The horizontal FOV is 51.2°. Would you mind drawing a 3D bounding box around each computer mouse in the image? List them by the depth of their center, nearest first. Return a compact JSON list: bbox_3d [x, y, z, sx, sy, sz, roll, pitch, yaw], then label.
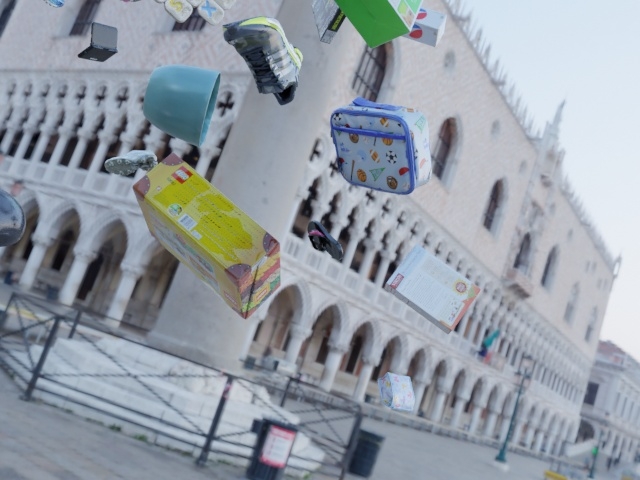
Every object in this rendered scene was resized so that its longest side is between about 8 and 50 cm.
[{"bbox_3d":[-0.637,-0.041,1.202,0.188,0.072,0.272,57,25,8],"label":"computer mouse"}]

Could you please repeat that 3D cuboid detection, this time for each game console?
[{"bbox_3d":[-0.709,-0.629,2.125,0.107,0.071,0.122,-25,-3,24],"label":"game console"}]

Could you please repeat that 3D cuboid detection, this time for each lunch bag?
[{"bbox_3d":[0.176,0.357,1.552,0.071,0.083,0.053,16,-47,-31],"label":"lunch bag"},{"bbox_3d":[0.154,-0.259,1.806,0.303,0.115,0.243,18,-50,43],"label":"lunch bag"}]

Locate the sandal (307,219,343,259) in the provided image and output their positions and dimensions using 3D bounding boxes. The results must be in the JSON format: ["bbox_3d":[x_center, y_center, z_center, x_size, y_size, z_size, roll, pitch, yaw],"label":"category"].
[{"bbox_3d":[0.000,0.000,1.691,0.179,0.040,0.067,42,-30,56],"label":"sandal"}]

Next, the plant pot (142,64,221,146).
[{"bbox_3d":[-0.524,-0.520,2.493,0.235,0.293,0.293,15,-9,-7],"label":"plant pot"}]

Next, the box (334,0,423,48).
[{"bbox_3d":[0.118,-0.622,1.518,0.126,0.231,0.262,-9,-43,44],"label":"box"}]

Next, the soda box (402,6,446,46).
[{"bbox_3d":[0.254,-0.643,1.952,0.216,0.069,0.074,22,-26,14],"label":"soda box"}]

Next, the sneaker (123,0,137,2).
[{"bbox_3d":[-0.494,-0.616,1.609,0.170,0.063,0.075,29,21,18],"label":"sneaker"}]

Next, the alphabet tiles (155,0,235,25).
[{"bbox_3d":[-0.336,-0.728,1.779,0.278,0.284,0.021,41,-12,-25],"label":"alphabet tiles"}]

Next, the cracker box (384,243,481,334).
[{"bbox_3d":[0.325,0.141,1.950,0.232,0.156,0.067,37,-15,10],"label":"cracker box"}]

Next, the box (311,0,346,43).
[{"bbox_3d":[0.040,-0.770,2.158,0.045,0.184,0.191,9,-37,-25],"label":"box"}]

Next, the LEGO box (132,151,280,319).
[{"bbox_3d":[-0.379,-0.007,2.297,0.500,0.193,0.372,40,-21,14],"label":"LEGO box"}]

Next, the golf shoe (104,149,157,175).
[{"bbox_3d":[-0.658,-0.275,2.311,0.176,0.069,0.086,-8,39,-19],"label":"golf shoe"}]

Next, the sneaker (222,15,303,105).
[{"bbox_3d":[-0.113,-0.386,1.440,0.111,0.121,0.300,-8,-10,22],"label":"sneaker"}]

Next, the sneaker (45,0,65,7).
[{"bbox_3d":[-0.589,-0.580,1.433,0.063,0.073,0.162,-117,-174,-46],"label":"sneaker"}]
